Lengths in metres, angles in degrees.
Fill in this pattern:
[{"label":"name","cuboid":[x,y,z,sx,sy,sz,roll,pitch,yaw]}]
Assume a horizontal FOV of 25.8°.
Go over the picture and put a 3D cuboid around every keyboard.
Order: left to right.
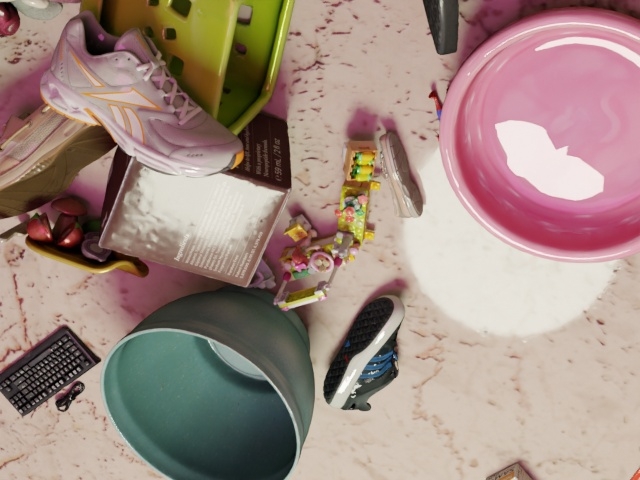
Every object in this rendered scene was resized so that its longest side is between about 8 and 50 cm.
[{"label":"keyboard","cuboid":[-0.411,0.213,2.132,0.180,0.023,0.108,-35,105,30]}]

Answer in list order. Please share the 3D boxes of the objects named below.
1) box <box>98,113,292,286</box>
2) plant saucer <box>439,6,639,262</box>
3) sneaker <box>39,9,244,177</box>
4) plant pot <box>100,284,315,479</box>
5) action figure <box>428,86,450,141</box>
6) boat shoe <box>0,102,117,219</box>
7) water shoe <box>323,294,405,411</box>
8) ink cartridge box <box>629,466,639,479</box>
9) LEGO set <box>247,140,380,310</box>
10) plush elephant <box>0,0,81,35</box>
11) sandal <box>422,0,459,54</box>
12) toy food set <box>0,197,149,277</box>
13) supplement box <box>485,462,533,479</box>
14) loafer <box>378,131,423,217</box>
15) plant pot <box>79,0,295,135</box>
[{"label":"box","cuboid":[-0.160,-0.073,1.787,0.203,0.168,0.167,16,124,-16]},{"label":"plant saucer","cuboid":[0.314,-0.132,1.702,0.332,0.084,0.332,7,119,12]},{"label":"sneaker","cuboid":[-0.196,-0.166,1.559,0.262,0.099,0.121,27,120,13]},{"label":"plant pot","cuboid":[-0.128,0.184,1.924,0.293,0.196,0.293,13,127,17]},{"label":"action figure","cuboid":[0.168,-0.136,1.774,0.038,0.030,0.115,-14,116,16]},{"label":"boat shoe","cuboid":[-0.385,-0.125,1.897,0.302,0.109,0.098,-33,68,28]},{"label":"water shoe","cuboid":[0.077,0.157,1.951,0.080,0.073,0.203,16,125,-25]},{"label":"ink cartridge box","cuboid":[0.581,0.327,1.902,0.239,0.060,0.275,26,122,-2]},{"label":"LEGO set","cuboid":[0.000,0.000,1.837,0.132,0.107,0.287,40,126,-12]},{"label":"plush elephant","cuboid":[-0.423,-0.316,1.727,0.255,0.272,0.330,-19,155,-14]},{"label":"sandal","cuboid":[0.148,-0.416,1.550,0.107,0.167,0.446,-8,118,-1]},{"label":"toy food set","cuboid":[-0.334,-0.013,1.933,0.218,0.128,0.071,18,102,10]},{"label":"supplement box","cuboid":[0.290,0.378,2.023,0.062,0.036,0.098,-33,106,29]},{"label":"loafer","cuboid":[0.096,-0.081,1.815,0.039,0.045,0.125,-9,119,27]},{"label":"plant pot","cuboid":[-0.167,-0.260,1.686,0.207,0.228,0.227,22,123,12]}]
